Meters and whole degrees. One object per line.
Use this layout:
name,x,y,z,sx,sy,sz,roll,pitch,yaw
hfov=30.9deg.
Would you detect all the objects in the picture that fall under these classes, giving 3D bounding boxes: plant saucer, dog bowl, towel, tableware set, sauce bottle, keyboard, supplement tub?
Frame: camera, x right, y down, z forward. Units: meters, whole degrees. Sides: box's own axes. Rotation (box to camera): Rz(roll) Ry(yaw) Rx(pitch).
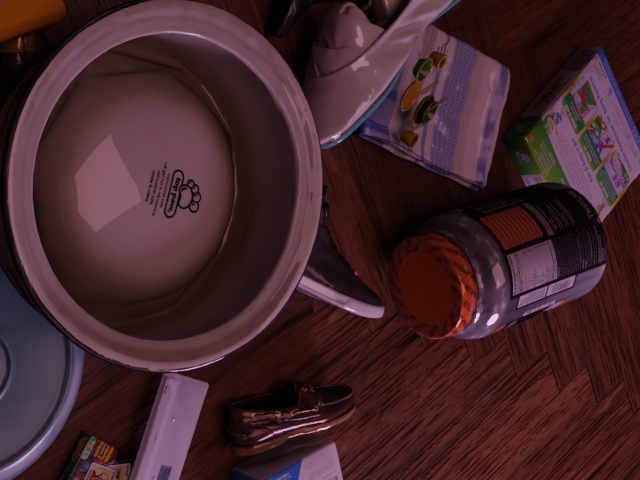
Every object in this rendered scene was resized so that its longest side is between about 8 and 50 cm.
plant saucer,-0.396,0.140,1.283,0.317,0.043,0.318,-5,98,-39
dog bowl,-0.197,-0.062,1.304,0.408,0.150,0.408,-4,96,-40
towel,0.174,-0.210,1.730,0.285,0.034,0.209,20,81,-40
tableware set,0.145,-0.198,1.609,0.104,0.024,0.154,-35,151,-43
sauce bottle,-0.339,-0.213,1.290,0.042,0.042,0.128,-3,98,-40
keyboard,-0.206,0.293,1.447,0.072,0.014,0.256,25,79,-44
supplement tub,0.264,0.032,1.729,0.316,0.193,0.194,-16,105,-37

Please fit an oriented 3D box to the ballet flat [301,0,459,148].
ballet flat,0.075,-0.300,1.560,0.400,0.139,0.139,-50,123,-20

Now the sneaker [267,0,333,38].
sneaker,-0.008,-0.337,1.550,0.089,0.051,0.170,23,77,-35

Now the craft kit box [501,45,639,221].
craft kit box,0.436,-0.153,1.946,0.246,0.061,0.250,-49,123,-28

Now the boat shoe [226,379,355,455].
boat shoe,-0.036,0.228,1.576,0.207,0.073,0.073,-16,107,-38

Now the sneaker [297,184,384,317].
sneaker,0.000,0.000,1.558,0.295,0.104,0.147,29,81,-34

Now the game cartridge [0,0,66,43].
game cartridge,-0.414,-0.305,1.109,0.323,0.052,0.285,-41,111,-55

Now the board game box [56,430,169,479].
board game box,-0.296,0.377,1.404,0.136,0.030,0.260,39,71,-39

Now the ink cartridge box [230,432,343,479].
ink cartridge box,-0.029,0.398,1.598,0.134,0.078,0.231,-22,109,-36
